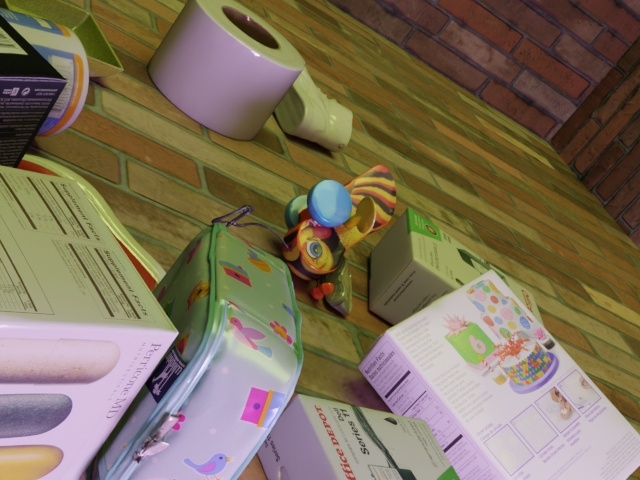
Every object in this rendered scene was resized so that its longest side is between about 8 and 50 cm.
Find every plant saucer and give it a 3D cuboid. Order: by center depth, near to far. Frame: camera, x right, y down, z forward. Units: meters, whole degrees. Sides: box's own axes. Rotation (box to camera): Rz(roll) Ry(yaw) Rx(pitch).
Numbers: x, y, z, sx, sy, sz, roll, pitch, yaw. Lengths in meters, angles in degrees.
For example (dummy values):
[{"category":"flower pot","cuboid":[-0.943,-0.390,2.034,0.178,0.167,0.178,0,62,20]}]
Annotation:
[{"category":"plant saucer","cuboid":[-0.431,-0.335,1.502,0.188,0.045,0.188,15,30,-45]}]

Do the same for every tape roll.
[{"category":"tape roll","cuboid":[-0.173,-0.326,1.725,0.246,0.169,0.246,31,22,-15]}]

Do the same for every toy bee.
[{"category":"toy bee","cuboid":[0.000,0.000,1.407,0.195,0.298,0.162,145,-77,-78]}]

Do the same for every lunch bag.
[{"category":"lunch bag","cuboid":[-0.120,0.122,0.845,0.107,0.224,0.279,35,16,-17]}]

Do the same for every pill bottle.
[{"category":"pill bottle","cuboid":[-0.426,-0.211,1.117,0.152,0.152,0.272,48,24,24]}]

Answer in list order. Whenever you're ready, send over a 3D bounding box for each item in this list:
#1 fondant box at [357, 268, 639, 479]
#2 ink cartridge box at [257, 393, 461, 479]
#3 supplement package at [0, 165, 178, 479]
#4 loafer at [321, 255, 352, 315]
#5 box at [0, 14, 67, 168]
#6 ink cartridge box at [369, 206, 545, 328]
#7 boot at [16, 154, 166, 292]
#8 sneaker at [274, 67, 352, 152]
[{"category":"fondant box","cuboid":[0.244,0.222,1.236,0.238,0.096,0.330,-25,69,-40]},{"category":"ink cartridge box","cuboid":[0.052,0.261,1.011,0.208,0.087,0.153,19,28,-39]},{"category":"supplement package","cuboid":[-0.293,0.067,0.692,0.262,0.199,0.198,10,32,-50]},{"category":"loafer","cuboid":[0.028,0.069,1.434,0.039,0.045,0.125,56,18,-27]},{"category":"box","cuboid":[-0.382,-0.129,0.944,0.153,0.207,0.108,43,22,14]},{"category":"ink cartridge box","cuboid":[0.229,0.102,1.564,0.289,0.121,0.211,34,22,-13]},{"category":"boot","cuboid":[-0.287,0.010,0.988,0.244,0.088,0.176,43,23,3]},{"category":"sneaker","cuboid":[-0.027,-0.301,2.010,0.169,0.108,0.293,23,36,-38]}]
